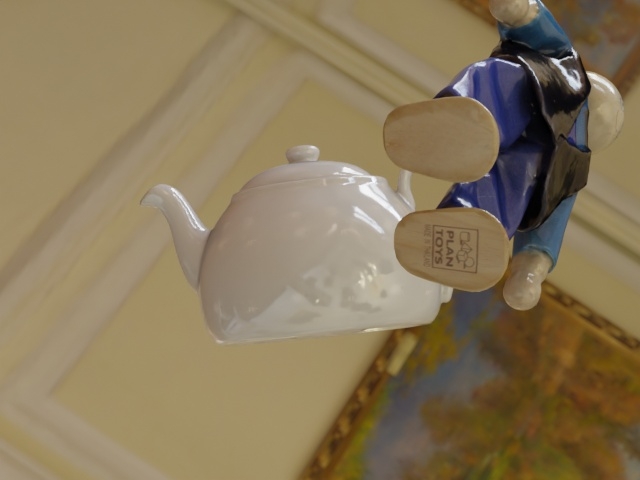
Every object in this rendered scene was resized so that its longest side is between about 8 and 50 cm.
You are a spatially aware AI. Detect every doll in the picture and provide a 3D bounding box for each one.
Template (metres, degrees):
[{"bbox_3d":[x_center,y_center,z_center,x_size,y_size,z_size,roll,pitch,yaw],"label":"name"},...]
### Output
[{"bbox_3d":[0.078,-0.034,0.555,0.189,0.046,0.129,-33,120,-61],"label":"doll"}]

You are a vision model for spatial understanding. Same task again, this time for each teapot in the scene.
[{"bbox_3d":[0.000,0.000,1.383,0.256,0.187,0.252,-1,173,-39],"label":"teapot"}]
